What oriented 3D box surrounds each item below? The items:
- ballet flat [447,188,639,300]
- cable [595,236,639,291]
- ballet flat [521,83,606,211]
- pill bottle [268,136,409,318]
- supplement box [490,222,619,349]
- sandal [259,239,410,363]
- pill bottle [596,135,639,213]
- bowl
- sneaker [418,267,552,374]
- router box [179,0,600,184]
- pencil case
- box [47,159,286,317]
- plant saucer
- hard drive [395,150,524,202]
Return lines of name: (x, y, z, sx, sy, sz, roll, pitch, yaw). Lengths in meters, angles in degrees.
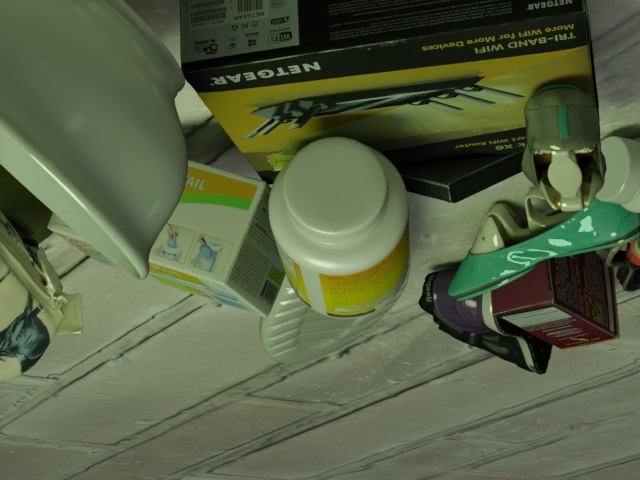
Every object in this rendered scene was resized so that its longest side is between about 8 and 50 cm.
ballet flat: (0.231, -0.011, 1.514, 0.247, 0.087, 0.083, -23, -167, 33)
cable: (0.376, 0.027, 1.598, 0.139, 0.072, 0.287, -26, 158, -8)
ballet flat: (0.203, -0.059, 1.161, 0.072, 0.068, 0.213, -8, 160, 11)
pill bottle: (0.018, -0.012, 1.198, 0.117, 0.117, 0.215, -3, 162, 3)
supplement box: (0.277, 0.055, 1.647, 0.081, 0.104, 0.188, -15, 155, 32)
sandal: (0.015, -0.003, 1.494, 0.169, 0.102, 0.416, -12, 149, -16)
pill bottle: (0.341, -0.062, 1.383, 0.137, 0.078, 0.078, 8, 157, -24)
bowl: (-0.196, -0.117, 1.023, 0.298, 0.134, 0.298, 40, 171, 8)
sneaker: (0.216, 0.093, 1.786, 0.124, 0.107, 0.283, 4, 160, 28)
router box: (0.067, -0.141, 1.139, 0.308, 0.081, 0.243, -7, 160, 12)
pencil case: (-0.340, -0.001, 1.193, 0.183, 0.160, 0.410, -12, 159, 0)
box: (-0.137, -0.015, 1.321, 0.203, 0.103, 0.114, 16, 167, 25)
plant saucer: (-0.381, -0.031, 1.403, 0.241, 0.037, 0.241, 5, 159, 2)
hard drive: (0.108, -0.069, 1.267, 0.094, 0.022, 0.135, -25, -155, -30)
